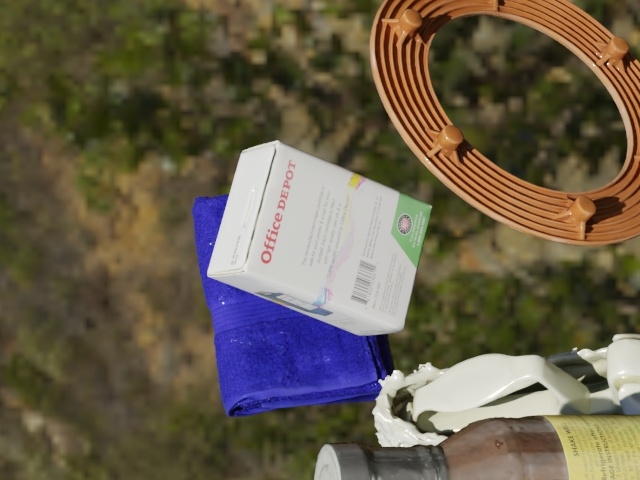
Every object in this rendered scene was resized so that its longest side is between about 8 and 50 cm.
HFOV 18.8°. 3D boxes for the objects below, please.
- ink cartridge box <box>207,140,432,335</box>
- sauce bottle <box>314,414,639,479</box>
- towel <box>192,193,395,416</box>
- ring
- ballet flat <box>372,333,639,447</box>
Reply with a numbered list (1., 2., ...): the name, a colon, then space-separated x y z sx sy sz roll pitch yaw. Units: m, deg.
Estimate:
1. ink cartridge box: 0.000 0.000 2.139 0.093 0.212 0.154 -9 63 58
2. sauce bottle: 0.168 0.176 1.378 0.111 0.344 0.111 -177 90 -74
3. towel: -0.035 0.068 2.495 0.076 0.228 0.308 107 153 -62
4. ring: 0.202 -0.138 1.829 0.032 0.337 0.336 127 153 -45
5. ballet flat: 0.229 0.144 1.661 0.147 0.409 0.147 -10 -90 -69
